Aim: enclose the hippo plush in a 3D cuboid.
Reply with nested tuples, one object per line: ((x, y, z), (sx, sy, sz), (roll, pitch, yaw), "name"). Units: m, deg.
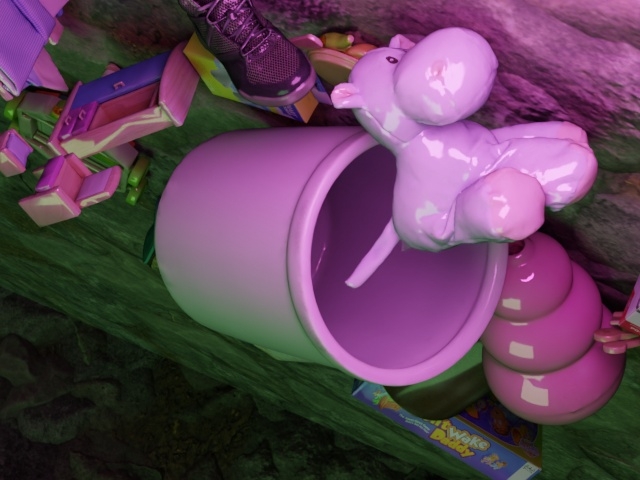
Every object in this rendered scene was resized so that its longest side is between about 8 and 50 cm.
((0.145, -0.124, 1.425), (0.294, 0.234, 0.236), (-17, 103, 47), "hippo plush")

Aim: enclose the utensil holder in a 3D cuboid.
((0.000, 0.000, 1.720), (0.328, 0.327, 0.385), (39, 163, -32), "utensil holder")

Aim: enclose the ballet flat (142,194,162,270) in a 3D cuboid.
((-0.273, -0.014, 2.472), (0.123, 0.123, 0.348), (29, 162, -4), "ballet flat")

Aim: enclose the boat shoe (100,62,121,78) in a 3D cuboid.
((-0.303, -0.223, 2.012), (0.056, 0.048, 0.153), (8, 164, 20), "boat shoe")

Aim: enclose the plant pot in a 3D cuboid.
((0.233, 0.157, 2.056), (0.215, 0.215, 0.230), (33, 147, -16), "plant pot")

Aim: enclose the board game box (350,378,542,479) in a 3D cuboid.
((0.230, 0.256, 2.254), (0.347, 0.233, 0.078), (32, 125, -13), "board game box")

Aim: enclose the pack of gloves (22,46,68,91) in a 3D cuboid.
((-0.457, -0.283, 1.793), (0.195, 0.046, 0.232), (61, -168, -1), "pack of gloves")

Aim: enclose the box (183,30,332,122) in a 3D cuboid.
((-0.082, -0.213, 1.690), (0.178, 0.042, 0.109), (19, 162, 28), "box")

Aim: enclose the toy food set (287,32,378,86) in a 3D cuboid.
((0.046, -0.206, 1.542), (0.192, 0.038, 0.132), (30, 171, -25), "toy food set")

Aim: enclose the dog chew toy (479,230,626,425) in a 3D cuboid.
((0.306, 0.112, 1.796), (0.207, 0.206, 0.331), (15, 148, 36), "dog chew toy")

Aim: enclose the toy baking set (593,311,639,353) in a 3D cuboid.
((0.474, 0.131, 1.665), (0.256, 0.197, 0.030), (7, 109, 42), "toy baking set")

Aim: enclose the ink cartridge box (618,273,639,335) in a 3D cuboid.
((0.428, 0.053, 1.565), (0.063, 0.109, 0.150), (27, 163, 5), "ink cartridge box")

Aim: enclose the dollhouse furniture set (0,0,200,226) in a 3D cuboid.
((-0.334, -0.238, 1.643), (0.198, 0.286, 0.303), (-18, 128, 27), "dollhouse furniture set")

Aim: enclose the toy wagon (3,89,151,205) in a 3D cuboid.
((-0.424, -0.179, 2.270), (0.267, 0.068, 0.344), (28, 162, -3), "toy wagon")

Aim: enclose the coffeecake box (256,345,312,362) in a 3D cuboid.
((-0.035, 0.161, 2.531), (0.068, 0.142, 0.185), (35, 161, -23), "coffeecake box")

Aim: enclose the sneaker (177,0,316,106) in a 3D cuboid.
((-0.094, -0.242, 1.469), (0.227, 0.087, 0.130), (50, 176, 40), "sneaker")
